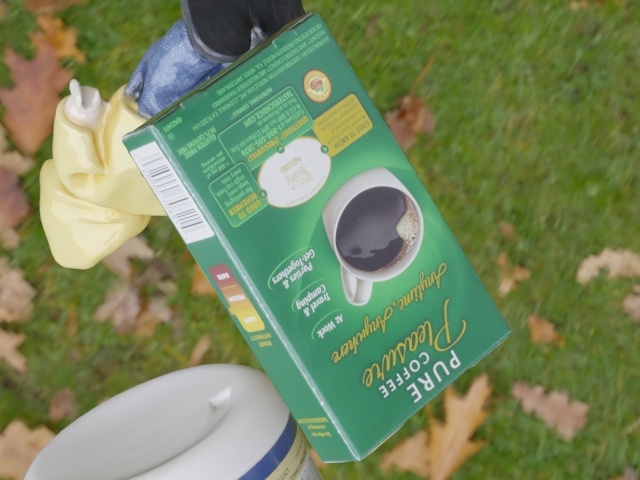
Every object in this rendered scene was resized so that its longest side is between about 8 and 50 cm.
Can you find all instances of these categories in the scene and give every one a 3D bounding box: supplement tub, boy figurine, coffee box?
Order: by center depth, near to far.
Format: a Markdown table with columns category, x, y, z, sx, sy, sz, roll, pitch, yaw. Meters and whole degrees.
| category | x | y | z | sx | sy | sz | roll | pitch | yaw |
| --- | --- | --- | --- | --- | --- | --- | --- | --- | --- |
| coffee box | 0.000 | 0.000 | 0.852 | 0.184 | 0.113 | 0.040 | 57 | 150 | -10 |
| boy figurine | -0.109 | -0.074 | 1.276 | 0.285 | 0.177 | 0.092 | -45 | 51 | 45 |
| supplement tub | -0.079 | 0.283 | 1.457 | 0.228 | 0.228 | 0.316 | -15 | 109 | 26 |
